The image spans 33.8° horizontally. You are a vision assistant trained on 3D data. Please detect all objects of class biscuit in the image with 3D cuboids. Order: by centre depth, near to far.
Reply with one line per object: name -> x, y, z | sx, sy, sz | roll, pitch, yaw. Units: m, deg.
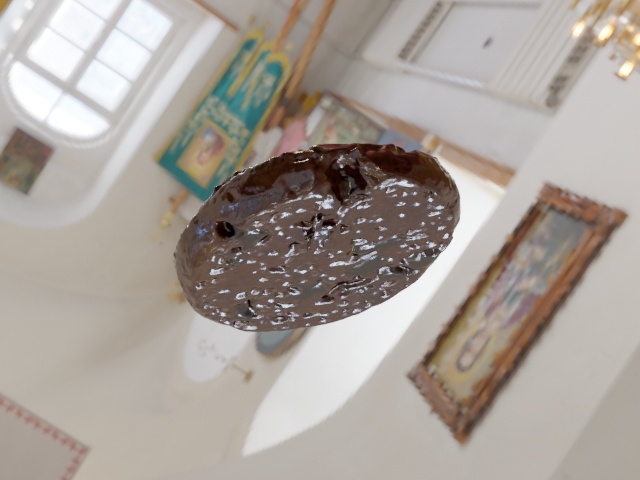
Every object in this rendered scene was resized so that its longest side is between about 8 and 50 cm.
biscuit -> 0.000, 0.000, 0.678 | 0.192, 0.192, 0.049 | 31, -141, -51
